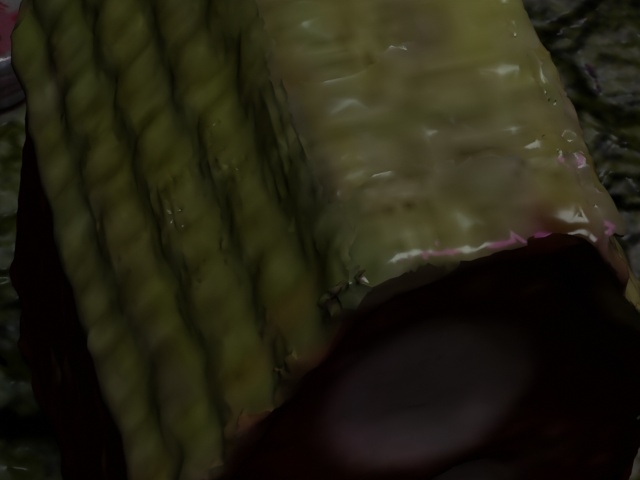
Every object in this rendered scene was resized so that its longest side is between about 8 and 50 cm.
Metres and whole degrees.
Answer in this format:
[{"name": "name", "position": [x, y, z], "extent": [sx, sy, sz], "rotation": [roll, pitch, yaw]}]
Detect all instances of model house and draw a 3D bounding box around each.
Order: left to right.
[{"name": "model house", "position": [0.000, 0.000, 0.548], "extent": [0.160, 0.254, 0.196], "rotation": [-11, 52, -14]}]

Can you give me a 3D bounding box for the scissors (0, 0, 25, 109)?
[{"name": "scissors", "position": [-0.135, -0.075, 0.730], "extent": [0.242, 0.030, 0.118], "rotation": [-33, 62, -27]}]
